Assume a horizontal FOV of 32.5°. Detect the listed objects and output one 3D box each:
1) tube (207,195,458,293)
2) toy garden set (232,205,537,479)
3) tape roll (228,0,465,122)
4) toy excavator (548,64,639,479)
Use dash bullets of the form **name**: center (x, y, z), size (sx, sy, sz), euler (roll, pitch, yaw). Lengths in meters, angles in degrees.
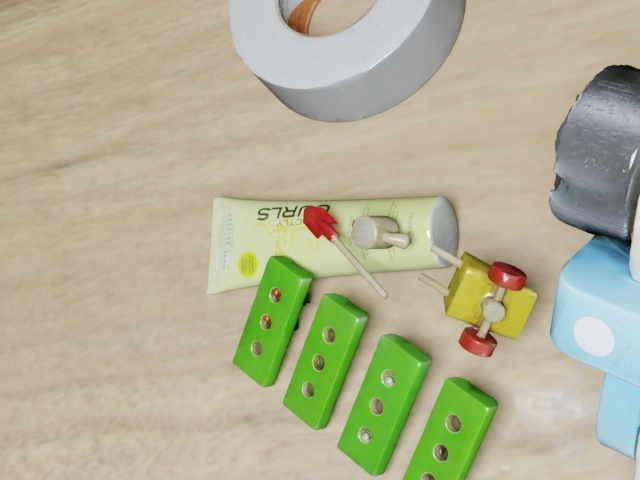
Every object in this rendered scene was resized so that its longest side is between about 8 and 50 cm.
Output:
- **tube**: center (0.000, 0.000, 0.968), size (0.240, 0.062, 0.070), euler (-3, 36, 30)
- **toy garden set**: center (0.053, 0.072, 0.886), size (0.244, 0.049, 0.203), euler (34, 113, 35)
- **tape roll**: center (0.023, -0.225, 1.041), size (0.219, 0.072, 0.219), euler (-11, 64, 23)
- **toy excavator**: center (0.249, 0.121, 0.710), size (0.222, 0.445, 0.433), euler (22, 38, 33)
